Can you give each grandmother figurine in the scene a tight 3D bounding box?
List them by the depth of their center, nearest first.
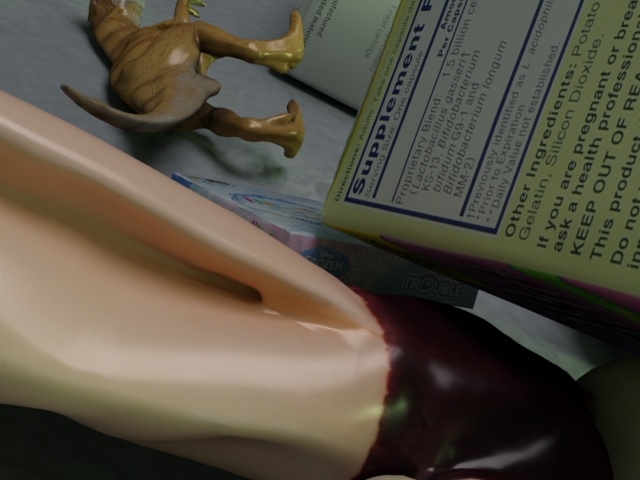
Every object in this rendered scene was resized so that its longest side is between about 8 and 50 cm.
[{"bbox_3d":[0.005,0.040,0.414,0.342,0.104,0.208,18,20,-21],"label":"grandmother figurine"}]

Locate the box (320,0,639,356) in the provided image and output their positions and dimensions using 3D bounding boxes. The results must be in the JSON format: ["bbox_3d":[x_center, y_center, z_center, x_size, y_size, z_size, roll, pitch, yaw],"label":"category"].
[{"bbox_3d":[0.159,-0.009,0.453,0.213,0.117,0.243,22,-3,-30],"label":"box"}]

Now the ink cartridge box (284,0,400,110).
[{"bbox_3d":[0.099,-0.103,0.824,0.218,0.092,0.158,28,23,-4],"label":"ink cartridge box"}]

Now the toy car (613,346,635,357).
[{"bbox_3d":[0.210,0.010,0.686,0.182,0.159,0.136,29,-13,3],"label":"toy car"}]

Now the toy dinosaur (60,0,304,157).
[{"bbox_3d":[-0.061,-0.064,0.632,0.112,0.064,0.211,1,21,-14],"label":"toy dinosaur"}]

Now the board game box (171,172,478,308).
[{"bbox_3d":[0.000,0.000,0.561,0.090,0.020,0.090,10,9,-35],"label":"board game box"}]
